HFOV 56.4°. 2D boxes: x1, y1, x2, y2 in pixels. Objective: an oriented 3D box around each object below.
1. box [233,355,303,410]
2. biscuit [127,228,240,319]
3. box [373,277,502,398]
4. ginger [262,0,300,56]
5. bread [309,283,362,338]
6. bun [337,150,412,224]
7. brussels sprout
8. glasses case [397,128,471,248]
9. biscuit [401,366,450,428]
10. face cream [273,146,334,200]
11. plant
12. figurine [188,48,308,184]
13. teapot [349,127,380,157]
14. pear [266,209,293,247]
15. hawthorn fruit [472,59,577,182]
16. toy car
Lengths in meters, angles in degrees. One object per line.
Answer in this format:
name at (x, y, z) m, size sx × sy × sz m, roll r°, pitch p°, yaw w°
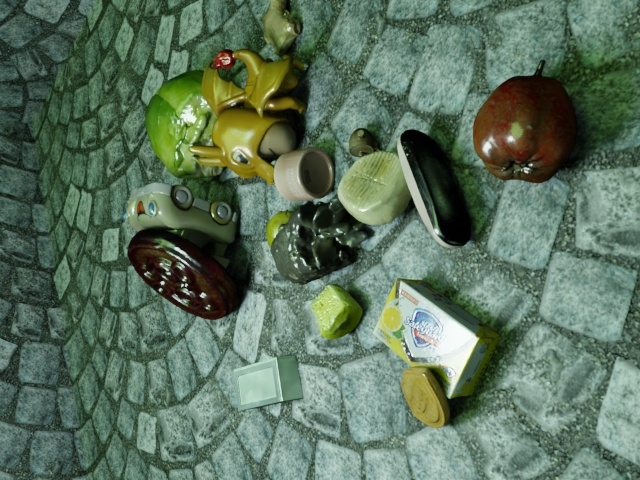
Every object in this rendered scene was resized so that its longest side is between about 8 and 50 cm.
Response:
box at (-0.167, 0.439, 1.830) m, size 0.225 × 0.086 × 0.129 m, roll -26°, pitch 68°, yaw 43°
biscuit at (-0.459, 0.123, 1.968) m, size 0.407 × 0.407 × 0.091 m, roll -6°, pitch 43°, yaw 46°
box at (0.263, 0.219, 1.388) m, size 0.265 × 0.097 × 0.168 m, roll 39°, pitch 115°, yaw 41°
ginger at (-0.138, -0.696, 1.911) m, size 0.137 × 0.074 × 0.213 m, roll -34°, pitch 66°, yaw 29°
bread at (0.045, 0.194, 1.612) m, size 0.129 × 0.111 × 0.114 m, roll -45°, pitch 50°, yaw 12°
bun at (0.151, -0.131, 1.517) m, size 0.178 × 0.128 × 0.193 m, roll 33°, pitch 86°, yaw 36°
brussels sprout at (-0.445, -0.401, 2.077) m, size 0.315 × 0.276 × 0.371 m, roll 10°, pitch 101°, yaw 33°
glasses case at (0.264, -0.125, 1.399) m, size 0.075 × 0.122 × 0.314 m, roll -40°, pitch 59°, yaw 44°
biscuit at (0.238, 0.363, 1.366) m, size 0.142 × 0.029 × 0.220 m, roll 46°, pitch 155°, yaw 27°
face cream at (-0.046, -0.189, 1.712) m, size 0.104 × 0.149 × 0.149 m, roll -2°, pitch 85°, yaw 45°
plant at (0.000, 0.000, 1.627) m, size 0.276 × 0.199 × 0.188 m, roll -40°, pitch 65°, yaw 41°
figurine at (-0.219, -0.393, 1.833) m, size 0.401 × 0.268 × 0.387 m, roll 17°, pitch 85°, yaw 35°
teapot at (0.118, -0.269, 1.591) m, size 0.085 × 0.110 × 0.080 m, roll -1°, pitch 66°, yaw 4°
pear at (-0.112, -0.029, 1.805) m, size 0.107 × 0.107 × 0.131 m, roll 9°, pitch 82°, yaw 47°
hawthorn fruit at (0.421, -0.246, 1.203) m, size 0.208 × 0.208 × 0.248 m, roll 5°, pitch 71°, yaw 47°
toy car at (-0.467, -0.042, 1.988) m, size 0.242 × 0.336 × 0.226 m, roll -7°, pitch 70°, yaw 46°
